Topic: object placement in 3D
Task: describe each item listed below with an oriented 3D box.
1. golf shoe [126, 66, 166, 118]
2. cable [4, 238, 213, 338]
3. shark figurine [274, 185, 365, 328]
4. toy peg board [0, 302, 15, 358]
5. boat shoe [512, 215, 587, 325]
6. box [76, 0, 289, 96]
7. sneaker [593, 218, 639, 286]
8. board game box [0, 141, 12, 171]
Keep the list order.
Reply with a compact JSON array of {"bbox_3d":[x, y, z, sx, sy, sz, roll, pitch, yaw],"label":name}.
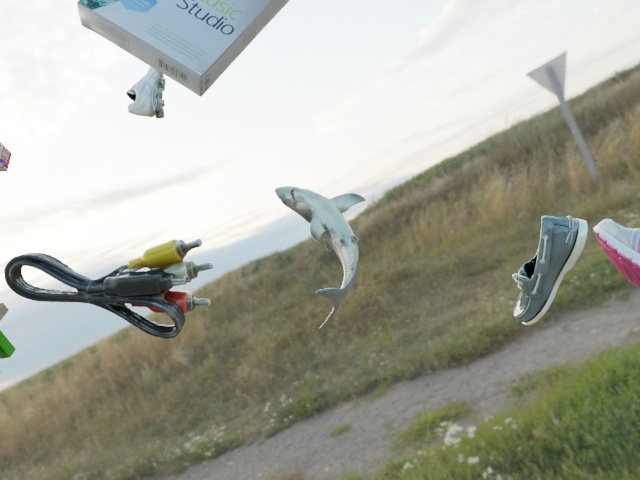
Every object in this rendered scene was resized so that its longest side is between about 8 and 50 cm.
[{"bbox_3d":[-0.390,-0.346,1.356,0.086,0.176,0.069,-3,-37,-6],"label":"golf shoe"},{"bbox_3d":[-0.298,0.070,0.875,0.287,0.139,0.072,-2,17,8],"label":"cable"},{"bbox_3d":[0.023,0.017,1.168,0.166,0.278,0.116,-10,-25,-21],"label":"shark figurine"},{"bbox_3d":[-0.532,0.178,0.854,0.161,0.079,0.161,-10,32,13],"label":"toy peg board"},{"bbox_3d":[0.489,0.067,1.372,0.116,0.099,0.319,-72,-5,-46],"label":"boat shoe"},{"bbox_3d":[-0.203,-0.411,1.012,0.322,0.232,0.058,-57,-4,-29],"label":"box"},{"bbox_3d":[0.540,0.024,0.924,0.111,0.103,0.252,-48,44,-2],"label":"sneaker"},{"bbox_3d":[-0.671,-0.168,1.056,0.194,0.045,0.146,-4,-28,5],"label":"board game box"}]
